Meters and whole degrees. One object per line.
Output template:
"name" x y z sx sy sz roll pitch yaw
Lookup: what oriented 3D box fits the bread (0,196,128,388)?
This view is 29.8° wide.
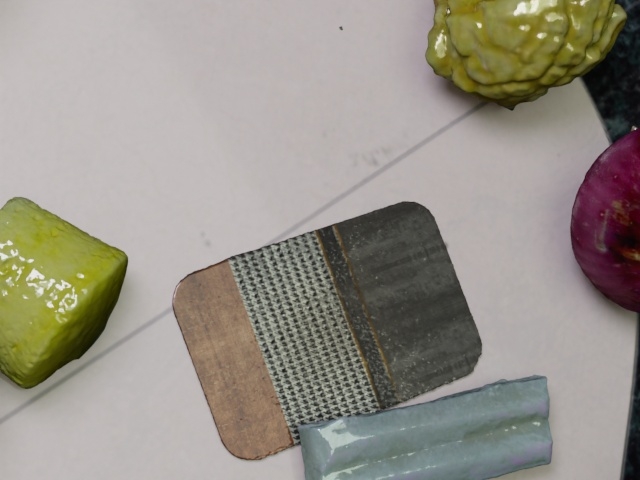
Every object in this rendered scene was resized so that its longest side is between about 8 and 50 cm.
"bread" -0.216 0.038 0.914 0.114 0.111 0.129 35 70 -1

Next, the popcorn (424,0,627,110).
"popcorn" 0.175 -0.197 1.040 0.173 0.173 0.142 -40 103 -18

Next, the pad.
"pad" -0.009 -0.004 1.004 0.250 0.055 0.323 -20 106 -18

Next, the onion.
"onion" 0.305 -0.019 1.056 0.177 0.153 0.177 -1 92 -31

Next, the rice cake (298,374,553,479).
"rice cake" 0.094 0.172 1.016 0.226 0.040 0.085 -10 91 -19
